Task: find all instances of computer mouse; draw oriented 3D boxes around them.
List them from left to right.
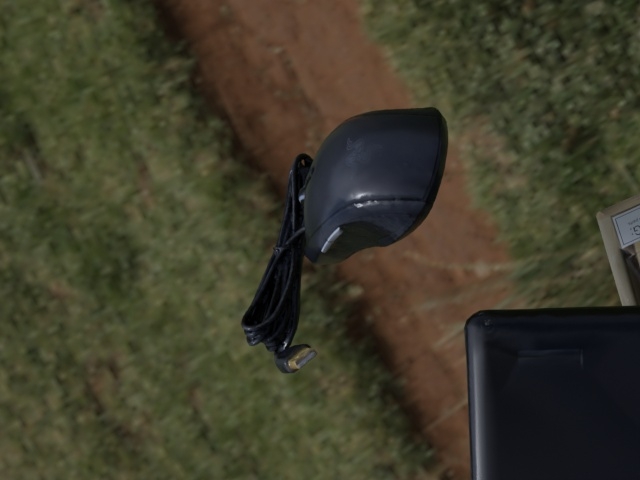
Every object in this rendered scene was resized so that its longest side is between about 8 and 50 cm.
[{"bbox_3d":[0.000,0.000,1.290,0.262,0.060,0.184,-16,58,67],"label":"computer mouse"}]

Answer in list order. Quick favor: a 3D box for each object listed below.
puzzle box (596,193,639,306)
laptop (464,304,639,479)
[{"bbox_3d":[0.395,0.011,1.165,0.409,0.272,0.052,-25,135,17],"label":"puzzle box"},{"bbox_3d":[0.283,0.226,0.944,0.382,0.236,0.407,-2,92,11],"label":"laptop"}]
